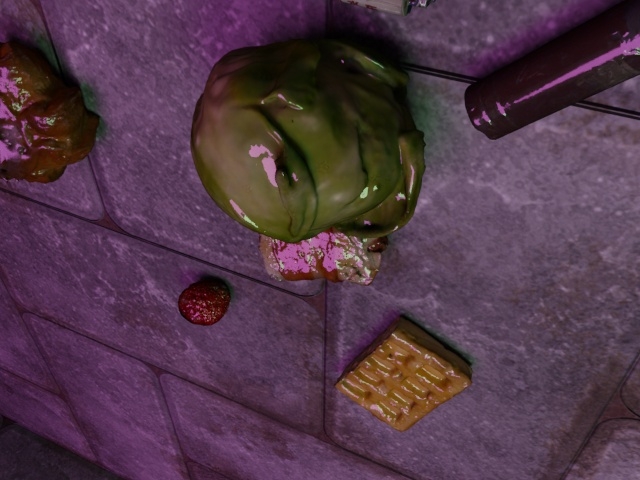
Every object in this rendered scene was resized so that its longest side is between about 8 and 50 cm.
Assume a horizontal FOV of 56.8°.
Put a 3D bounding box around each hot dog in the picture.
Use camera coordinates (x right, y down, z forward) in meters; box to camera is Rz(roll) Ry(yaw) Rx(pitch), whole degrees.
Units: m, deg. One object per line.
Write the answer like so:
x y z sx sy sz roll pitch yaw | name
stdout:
0.000 0.000 0.925 0.213 0.103 0.146 7 111 16 | hot dog

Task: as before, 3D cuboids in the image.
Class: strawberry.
-0.232 0.121 1.190 0.106 0.106 0.106 18 136 18 | strawberry

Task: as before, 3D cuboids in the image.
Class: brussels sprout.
-0.015 -0.119 0.701 0.294 0.259 0.227 47 135 23 | brussels sprout

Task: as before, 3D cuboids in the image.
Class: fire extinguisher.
0.280 -0.177 0.594 0.267 0.072 0.089 -23 108 43 | fire extinguisher

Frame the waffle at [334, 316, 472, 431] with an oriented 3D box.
0.147 0.253 1.092 0.168 0.057 0.274 33 139 1 | waffle

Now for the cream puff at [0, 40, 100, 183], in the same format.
-0.510 -0.204 1.012 0.241 0.155 0.269 40 136 -7 | cream puff

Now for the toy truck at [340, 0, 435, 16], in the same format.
0.027 -0.293 0.636 0.201 0.088 0.074 20 138 16 | toy truck
